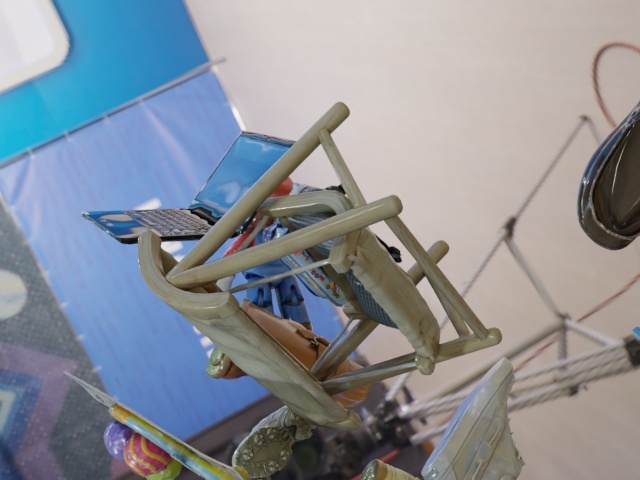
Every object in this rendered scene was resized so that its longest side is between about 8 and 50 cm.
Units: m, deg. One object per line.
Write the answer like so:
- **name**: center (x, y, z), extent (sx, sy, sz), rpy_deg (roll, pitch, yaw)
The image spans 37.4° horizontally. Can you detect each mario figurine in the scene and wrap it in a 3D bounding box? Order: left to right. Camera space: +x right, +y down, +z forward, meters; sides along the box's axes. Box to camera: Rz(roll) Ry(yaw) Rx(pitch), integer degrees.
- **mario figurine**: center (-0.096, 0.022, 1.642), extent (0.198, 0.170, 0.320), rpy_deg (14, -113, -57)

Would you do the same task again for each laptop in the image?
- **laptop**: center (-0.193, -0.085, 1.378), extent (0.234, 0.264, 0.136), rpy_deg (21, 112, 62)

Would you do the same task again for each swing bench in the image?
- **swing bench**: center (-0.001, 0.052, 0.937), extent (0.253, 0.254, 0.165), rpy_deg (48, -167, -42)

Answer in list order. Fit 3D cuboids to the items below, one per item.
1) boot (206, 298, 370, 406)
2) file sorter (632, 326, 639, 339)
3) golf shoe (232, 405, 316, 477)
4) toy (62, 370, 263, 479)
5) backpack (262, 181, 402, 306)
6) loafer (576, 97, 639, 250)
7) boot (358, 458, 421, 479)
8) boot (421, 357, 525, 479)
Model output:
- **boot**: center (-0.038, 0.180, 1.333), extent (0.220, 0.109, 0.283), rpy_deg (30, 180, 1)
- **file sorter**: center (0.660, 0.192, 1.670), extent (0.170, 0.104, 0.118), rpy_deg (54, -157, 23)
- **golf shoe**: center (-0.080, 0.302, 1.414), extent (0.086, 0.176, 0.069), rpy_deg (-23, 94, 42)
- **toy**: center (-0.165, 0.224, 0.981), extent (0.237, 0.056, 0.137), rpy_deg (19, 157, 29)
- **backpack**: center (0.000, 0.000, 1.261), extent (0.158, 0.117, 0.173), rpy_deg (47, 171, -22)
- **loafer**: center (0.525, -0.156, 1.483), extent (0.134, 0.366, 0.130), rpy_deg (29, 178, 1)
- **boot**: center (0.105, 0.416, 1.146), extent (0.203, 0.262, 0.095), rpy_deg (21, -177, -9)
- **boot**: center (0.266, 0.308, 1.472), extent (0.123, 0.258, 0.095), rpy_deg (38, 146, 4)
